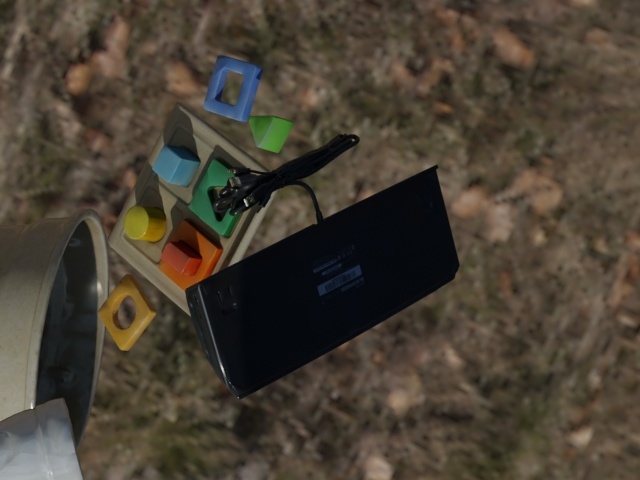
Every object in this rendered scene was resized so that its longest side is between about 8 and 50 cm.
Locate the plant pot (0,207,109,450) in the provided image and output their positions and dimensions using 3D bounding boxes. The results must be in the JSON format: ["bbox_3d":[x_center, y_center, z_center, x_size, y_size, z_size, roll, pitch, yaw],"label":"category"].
[{"bbox_3d":[-0.445,0.106,2.060,0.334,0.305,0.334,8,90,-84],"label":"plant pot"}]

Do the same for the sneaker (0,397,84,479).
[{"bbox_3d":[-0.268,0.222,1.353,0.169,0.108,0.292,-15,151,-11],"label":"sneaker"}]

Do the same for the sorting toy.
[{"bbox_3d":[-0.147,-0.030,1.803,0.047,0.196,0.348,11,112,-49],"label":"sorting toy"}]

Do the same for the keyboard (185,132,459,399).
[{"bbox_3d":[0.000,0.000,1.591,0.317,0.033,0.201,-27,109,-38],"label":"keyboard"}]
